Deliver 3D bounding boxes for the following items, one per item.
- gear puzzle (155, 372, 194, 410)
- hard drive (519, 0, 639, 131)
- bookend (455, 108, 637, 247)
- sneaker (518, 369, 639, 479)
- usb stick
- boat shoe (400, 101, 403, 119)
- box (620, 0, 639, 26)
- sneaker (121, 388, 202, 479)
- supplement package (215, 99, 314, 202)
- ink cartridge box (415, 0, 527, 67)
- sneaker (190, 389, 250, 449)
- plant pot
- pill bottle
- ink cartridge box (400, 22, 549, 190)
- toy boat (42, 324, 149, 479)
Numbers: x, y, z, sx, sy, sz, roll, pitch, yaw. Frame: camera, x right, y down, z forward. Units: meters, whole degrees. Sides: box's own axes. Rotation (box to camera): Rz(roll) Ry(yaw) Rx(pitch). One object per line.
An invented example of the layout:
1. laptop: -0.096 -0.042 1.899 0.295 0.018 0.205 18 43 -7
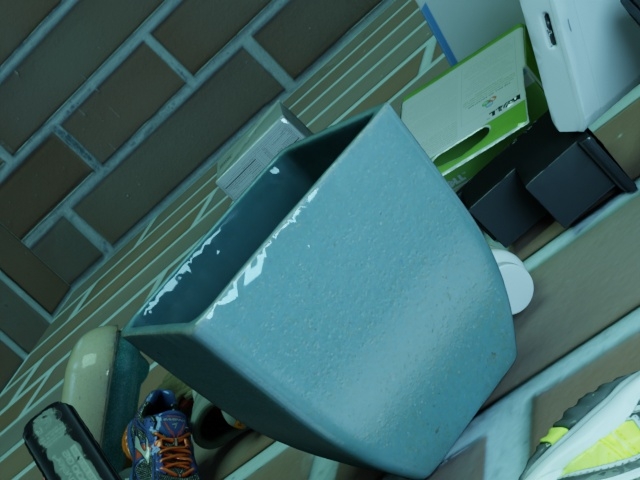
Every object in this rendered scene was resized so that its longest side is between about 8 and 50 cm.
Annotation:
1. gear puzzle: -0.121 0.169 1.624 0.339 0.044 0.175 -29 19 42
2. hard drive: 0.301 -0.264 1.125 0.040 0.203 0.307 4 32 46
3. bookend: 0.220 -0.049 1.150 0.156 0.072 0.157 -43 14 14
4. sneaker: 0.218 0.103 0.539 0.384 0.145 0.147 -51 14 -16
5. usb stick: -0.271 0.296 1.343 0.077 0.045 0.278 -38 49 -9
6. boat shoe: 0.138 -0.140 1.589 0.340 0.113 0.127 -37 15 32
7. box: 0.447 -0.235 0.847 0.395 0.097 0.318 -41 29 18
8. sneaker: -0.186 0.247 1.352 0.221 0.083 0.087 43 119 59
9. supplement package: -0.042 -0.089 1.792 0.149 0.203 0.194 -44 12 8
10. ink cartridge box: 0.211 -0.353 1.611 0.129 0.223 0.307 -29 5 15
11. sneaker: -0.063 0.162 1.362 0.271 0.100 0.108 -44 21 33
12. plant pot: 0.021 0.070 1.000 0.247 0.252 0.248 -51 14 -19
13. pill bottle: 0.160 0.037 1.088 0.065 0.065 0.116 -46 13 -2
14. ink cartridge box: 0.191 -0.125 1.362 0.189 0.097 0.255 -31 26 26
15. toy boat: -0.286 0.275 1.547 0.318 0.148 0.267 -109 28 -71
